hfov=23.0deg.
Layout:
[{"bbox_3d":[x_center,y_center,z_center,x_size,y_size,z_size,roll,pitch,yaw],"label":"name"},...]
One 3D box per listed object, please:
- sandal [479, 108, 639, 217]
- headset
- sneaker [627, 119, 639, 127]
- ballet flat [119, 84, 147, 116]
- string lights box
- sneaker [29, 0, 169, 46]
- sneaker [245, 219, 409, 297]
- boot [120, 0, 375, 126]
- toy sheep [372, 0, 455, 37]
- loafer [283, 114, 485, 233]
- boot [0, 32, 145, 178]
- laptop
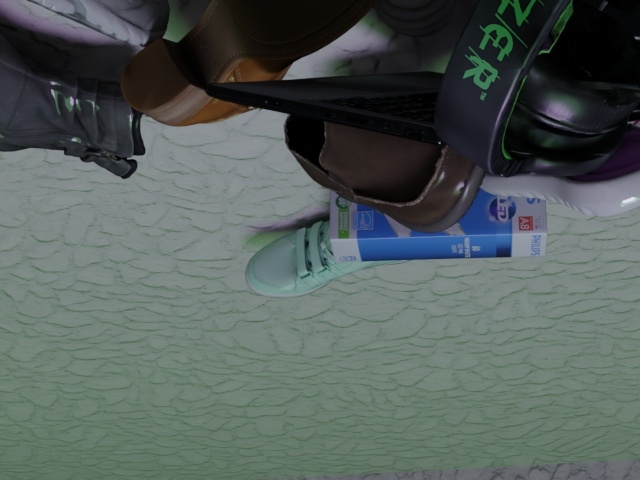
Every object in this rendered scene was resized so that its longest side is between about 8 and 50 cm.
[{"bbox_3d":[0.277,-0.113,1.690,0.169,0.102,0.416,-23,-166,-13],"label":"sandal"},{"bbox_3d":[0.218,-0.150,1.099,0.185,0.243,0.394,36,-159,14],"label":"headset"},{"bbox_3d":[0.377,-0.124,1.807,0.072,0.077,0.178,16,153,-30],"label":"sneaker"},{"bbox_3d":[-0.178,-0.159,1.795,0.114,0.041,0.041,4,157,-4],"label":"ballet flat"},{"bbox_3d":[0.143,-0.049,1.917,0.259,0.133,0.077,-2,156,6],"label":"string lights box"},{"bbox_3d":[-0.212,-0.260,1.477,0.105,0.115,0.281,25,-176,21],"label":"sneaker"},{"bbox_3d":[0.000,-0.001,2.083,0.256,0.094,0.151,-16,159,13],"label":"sneaker"},{"bbox_3d":[-0.048,-0.195,1.589,0.283,0.109,0.220,-33,171,14],"label":"boot"},{"bbox_3d":[0.091,-0.241,1.536,0.091,0.091,0.132,-5,161,13],"label":"toy sheep"},{"bbox_3d":[0.059,-0.093,1.709,0.130,0.134,0.366,24,172,-25],"label":"loafer"},{"bbox_3d":[-0.290,-0.166,1.662,0.222,0.118,0.338,11,168,-2],"label":"boot"},{"bbox_3d":[0.177,-0.221,1.448,0.408,0.236,0.382,14,-165,35],"label":"laptop"}]
